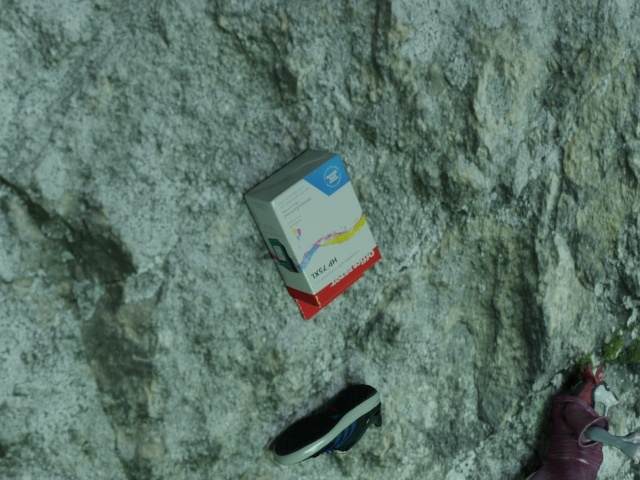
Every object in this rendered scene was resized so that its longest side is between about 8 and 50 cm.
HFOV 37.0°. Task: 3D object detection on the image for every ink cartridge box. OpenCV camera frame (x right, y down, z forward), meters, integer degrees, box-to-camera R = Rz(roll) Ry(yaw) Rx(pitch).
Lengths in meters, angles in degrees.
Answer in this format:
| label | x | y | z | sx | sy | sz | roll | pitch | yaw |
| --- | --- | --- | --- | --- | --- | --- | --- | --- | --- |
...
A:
| label | x | y | z | sx | sy | sz | roll | pitch | yaw |
| --- | --- | --- | --- | --- | --- | --- | --- | --- | --- |
| ink cartridge box | 0.000 | 0.000 | 1.399 | 0.134 | 0.078 | 0.231 | -38 | 119 | -25 |

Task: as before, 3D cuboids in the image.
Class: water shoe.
| label | x | y | z | sx | sy | sz | roll | pitch | yaw |
| --- | --- | --- | --- | --- | --- | --- | --- | --- | --- |
| water shoe | 0.021 | 0.303 | 1.475 | 0.203 | 0.073 | 0.080 | -29 | 117 | -28 |

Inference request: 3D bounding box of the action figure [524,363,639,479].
| label | x | y | z | sx | sy | sz | roll | pitch | yaw |
| --- | --- | --- | --- | --- | --- | --- | --- | --- | --- |
| action figure | 0.469 | 0.409 | 1.793 | 0.248 | 0.276 | 0.370 | 53 | 45 | -62 |
